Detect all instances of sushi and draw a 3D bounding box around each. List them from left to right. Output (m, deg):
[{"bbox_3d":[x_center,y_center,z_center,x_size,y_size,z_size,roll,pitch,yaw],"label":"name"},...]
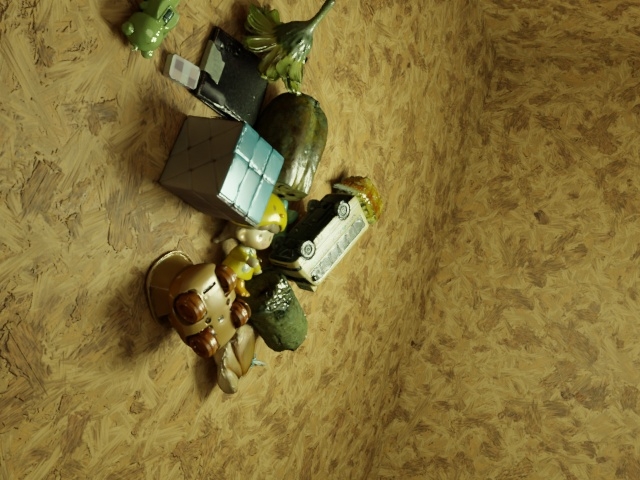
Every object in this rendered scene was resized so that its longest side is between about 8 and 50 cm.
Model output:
[{"bbox_3d":[0.152,-0.175,2.366,0.139,0.184,0.274,-62,142,-33],"label":"sushi"}]

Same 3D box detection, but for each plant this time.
[{"bbox_3d":[-0.079,-0.603,1.735,0.297,0.305,0.261,-31,169,0],"label":"plant"}]

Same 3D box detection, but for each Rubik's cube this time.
[{"bbox_3d":[-0.275,-0.197,1.600,0.225,0.222,0.230,38,69,-58],"label":"Rubik's cube"}]

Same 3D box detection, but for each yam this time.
[{"bbox_3d":[-0.165,0.242,1.980,0.195,0.195,0.300,-58,146,-29],"label":"yam"}]

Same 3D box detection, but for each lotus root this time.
[{"bbox_3d":[-0.106,-0.313,1.826,0.250,0.251,0.345,29,77,-59],"label":"lotus root"}]

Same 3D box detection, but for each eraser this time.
[{"bbox_3d":[-0.374,-0.455,1.527,0.105,0.026,0.064,18,83,-60],"label":"eraser"}]

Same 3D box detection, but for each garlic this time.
[{"bbox_3d":[-0.295,0.373,1.910,0.217,0.110,0.227,-56,156,-51],"label":"garlic"}]

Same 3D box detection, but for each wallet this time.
[{"bbox_3d":[-0.254,-0.472,1.686,0.262,0.072,0.220,28,78,-52],"label":"wallet"}]

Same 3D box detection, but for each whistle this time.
[{"bbox_3d":[-0.403,-0.549,1.384,0.227,0.085,0.105,-63,148,-19],"label":"whistle"}]

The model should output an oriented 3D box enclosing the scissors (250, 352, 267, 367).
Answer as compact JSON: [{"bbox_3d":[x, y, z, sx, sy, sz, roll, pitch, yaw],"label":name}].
[{"bbox_3d":[-0.237,0.458,2.123,0.119,0.014,0.058,37,74,-54],"label":"scissors"}]

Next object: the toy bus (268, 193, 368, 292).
[{"bbox_3d":[0.000,0.000,2.009,0.365,0.177,0.201,-48,124,-26],"label":"toy bus"}]

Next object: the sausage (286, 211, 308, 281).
[{"bbox_3d":[-0.081,0.023,2.120,0.109,0.109,0.270,28,77,-59],"label":"sausage"}]

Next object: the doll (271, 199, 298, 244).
[{"bbox_3d":[-0.141,-0.056,2.039,0.158,0.059,0.159,-65,149,-23],"label":"doll"}]

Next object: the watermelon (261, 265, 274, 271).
[{"bbox_3d":[-0.182,0.141,2.043,0.085,0.061,0.085,-7,99,-54],"label":"watermelon"}]

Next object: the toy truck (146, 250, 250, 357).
[{"bbox_3d":[-0.352,0.180,1.632,0.204,0.212,0.287,-45,133,-42],"label":"toy truck"}]

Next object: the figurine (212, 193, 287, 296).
[{"bbox_3d":[-0.233,0.001,1.798,0.343,0.187,0.215,-68,159,-1],"label":"figurine"}]
